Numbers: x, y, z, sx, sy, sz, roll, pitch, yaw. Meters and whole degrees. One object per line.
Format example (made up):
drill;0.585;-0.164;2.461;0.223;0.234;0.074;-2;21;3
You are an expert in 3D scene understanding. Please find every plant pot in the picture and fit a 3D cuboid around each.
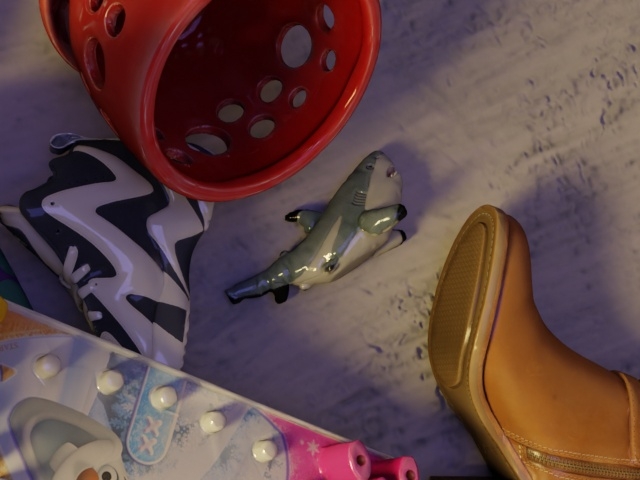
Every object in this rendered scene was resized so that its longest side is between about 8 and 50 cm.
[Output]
plant pot;-0.081;-0.148;0.821;0.191;0.191;0.174;-33;51;-16

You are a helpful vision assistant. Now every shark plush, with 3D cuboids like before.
shark plush;0.000;0.000;0.935;0.161;0.073;0.067;-38;74;5

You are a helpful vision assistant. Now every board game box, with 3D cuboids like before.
board game box;-0.133;0.251;0.706;0.390;0.050;0.390;26;62;-23

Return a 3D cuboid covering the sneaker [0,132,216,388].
sneaker;-0.167;0.029;0.850;0.153;0.094;0.235;14;81;-12

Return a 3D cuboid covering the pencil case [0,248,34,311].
pencil case;-0.231;0.067;0.842;0.070;0.064;0.152;-25;90;-33

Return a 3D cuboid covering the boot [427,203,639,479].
boot;0.201;0.117;0.929;0.220;0.109;0.283;1;86;-13
